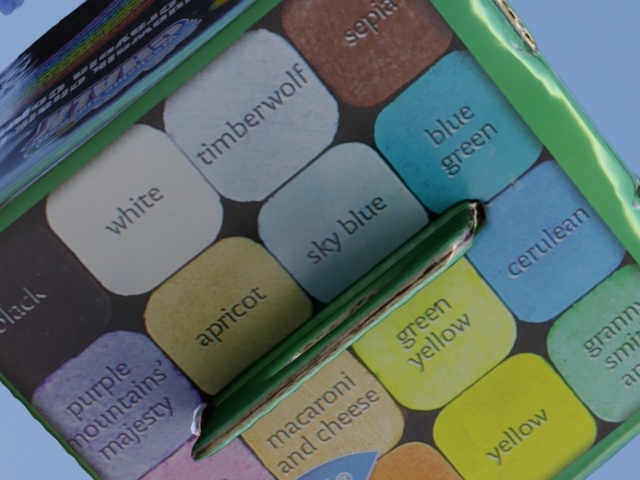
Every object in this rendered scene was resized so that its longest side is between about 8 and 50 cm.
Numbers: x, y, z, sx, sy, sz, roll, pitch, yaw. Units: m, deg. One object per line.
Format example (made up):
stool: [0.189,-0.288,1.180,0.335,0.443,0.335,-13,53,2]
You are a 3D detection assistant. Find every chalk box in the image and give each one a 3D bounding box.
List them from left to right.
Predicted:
chalk box: [0.000,0.000,0.607,0.179,0.180,0.289,50,7,-17]

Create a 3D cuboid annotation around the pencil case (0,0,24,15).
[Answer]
pencil case: [-0.097,-0.251,0.852,0.133,0.306,0.119,36,-5,25]
